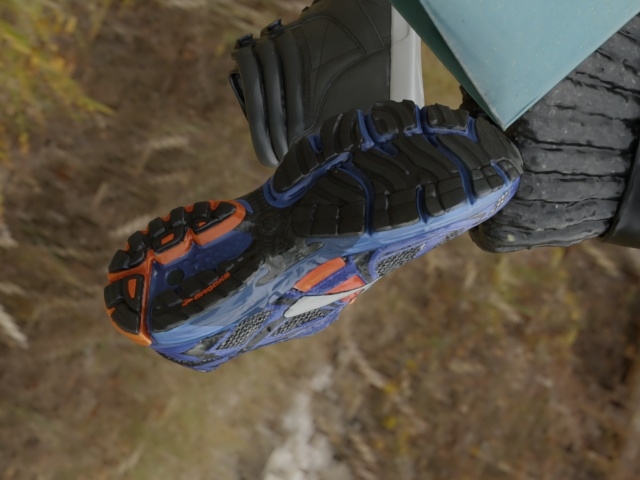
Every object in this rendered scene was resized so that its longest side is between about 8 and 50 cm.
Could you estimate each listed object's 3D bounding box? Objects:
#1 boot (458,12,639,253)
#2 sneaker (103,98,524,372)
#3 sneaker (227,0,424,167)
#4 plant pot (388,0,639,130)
[{"bbox_3d":[0.211,0.005,1.074,0.260,0.131,0.348,-5,93,-19],"label":"boot"},{"bbox_3d":[0.000,0.000,0.959,0.221,0.083,0.087,-22,147,4],"label":"sneaker"},{"bbox_3d":[0.003,-0.168,1.436,0.104,0.147,0.296,77,11,-48],"label":"sneaker"},{"bbox_3d":[0.087,-0.195,0.620,0.234,0.166,0.165,-36,134,3],"label":"plant pot"}]
